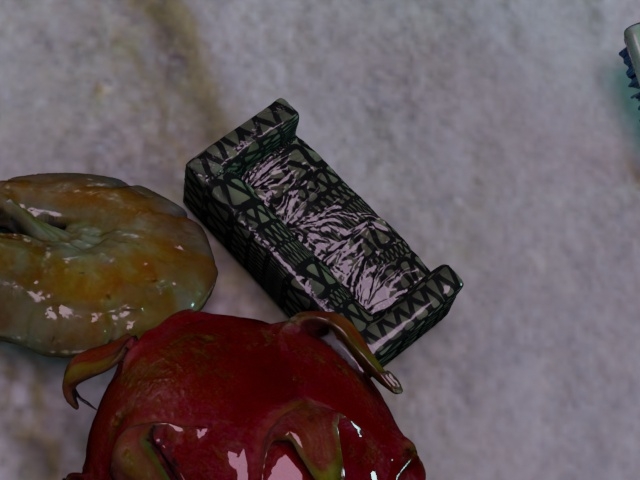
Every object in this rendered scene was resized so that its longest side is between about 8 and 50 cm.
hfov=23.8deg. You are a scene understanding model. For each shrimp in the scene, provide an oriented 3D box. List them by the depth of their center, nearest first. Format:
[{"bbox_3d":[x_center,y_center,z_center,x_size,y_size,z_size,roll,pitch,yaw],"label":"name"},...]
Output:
[{"bbox_3d":[-0.137,0.005,0.630,0.190,0.042,0.101,7,43,-5],"label":"shrimp"}]

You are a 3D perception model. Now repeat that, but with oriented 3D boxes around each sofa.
[{"bbox_3d":[0.000,0.000,0.650,0.060,0.039,0.118,-37,74,-23],"label":"sofa"}]

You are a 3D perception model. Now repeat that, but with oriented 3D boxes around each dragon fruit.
[{"bbox_3d":[-0.028,0.085,0.552,0.136,0.133,0.166,18,17,-38],"label":"dragon fruit"}]

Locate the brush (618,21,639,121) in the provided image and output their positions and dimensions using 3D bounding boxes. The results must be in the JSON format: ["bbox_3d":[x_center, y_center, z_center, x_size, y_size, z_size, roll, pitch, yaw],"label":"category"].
[{"bbox_3d":[0.175,-0.018,0.694,0.033,0.030,0.179,-11,76,-21],"label":"brush"}]
